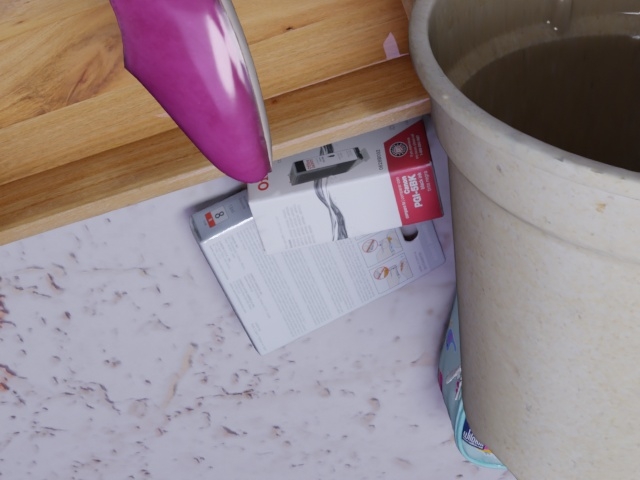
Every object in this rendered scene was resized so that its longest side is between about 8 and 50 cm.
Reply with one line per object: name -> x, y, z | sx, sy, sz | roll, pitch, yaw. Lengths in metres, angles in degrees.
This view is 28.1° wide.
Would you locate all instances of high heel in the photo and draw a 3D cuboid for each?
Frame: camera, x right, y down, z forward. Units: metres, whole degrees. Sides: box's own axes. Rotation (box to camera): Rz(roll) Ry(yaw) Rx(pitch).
high heel -> -0.171, -0.172, 0.704 | 0.181, 0.127, 0.377 | -28, 98, -3

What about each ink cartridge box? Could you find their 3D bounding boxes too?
ink cartridge box -> 0.000, 0.000, 1.046 | 0.179, 0.045, 0.145 | -28, 132, -5
ink cartridge box -> 0.015, -0.053, 0.942 | 0.135, 0.099, 0.056 | -13, 133, 5

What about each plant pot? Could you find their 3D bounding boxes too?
plant pot -> 0.215, 0.005, 0.832 | 0.334, 0.333, 0.305 | -2, 126, -4

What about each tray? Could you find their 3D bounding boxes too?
tray -> -0.134, -0.128, 0.877 | 0.411, 0.076, 0.202 | -16, 133, 10

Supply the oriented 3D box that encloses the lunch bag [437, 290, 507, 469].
lunch bag -> 0.243, 0.098, 1.103 | 0.279, 0.107, 0.224 | 2, 133, -8
